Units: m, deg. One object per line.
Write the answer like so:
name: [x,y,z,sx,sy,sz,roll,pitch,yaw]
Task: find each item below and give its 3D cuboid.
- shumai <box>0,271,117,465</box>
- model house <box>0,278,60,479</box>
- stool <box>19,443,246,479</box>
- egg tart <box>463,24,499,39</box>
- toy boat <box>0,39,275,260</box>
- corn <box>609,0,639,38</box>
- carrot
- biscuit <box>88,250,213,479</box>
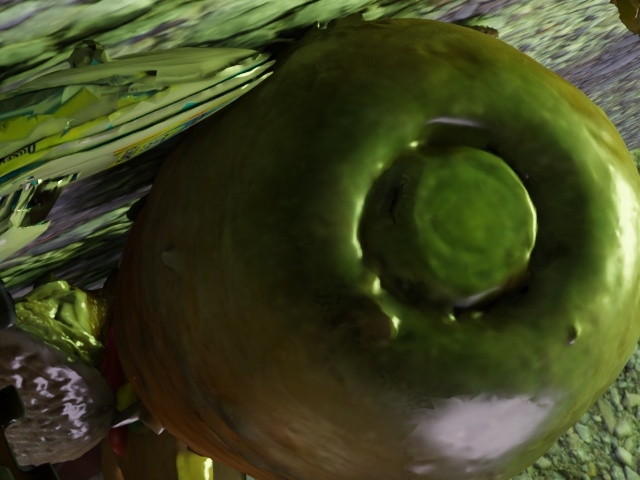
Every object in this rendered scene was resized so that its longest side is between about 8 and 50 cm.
shumai: [-0.190,0.073,1.081,0.145,0.145,0.116,-29,-144,34]
model house: [-0.226,0.139,0.817,0.215,0.224,0.198,-26,176,-4]
stool: [-0.207,0.204,1.536,0.272,0.272,0.178,-26,-170,-1]
egg tart: [0.053,-0.080,0.959,0.128,0.049,0.129,-27,175,-3]
toy boat: [-0.106,-0.029,0.584,0.210,0.066,0.084,-24,177,-22]
corn: [0.331,-0.185,0.889,0.363,0.120,0.120,-22,176,9]
carrot: [0.015,0.022,0.817,0.224,0.224,0.340,-24,176,-18]
biscuit: [-0.126,0.103,1.135,0.047,0.216,0.339,10,-168,-20]
